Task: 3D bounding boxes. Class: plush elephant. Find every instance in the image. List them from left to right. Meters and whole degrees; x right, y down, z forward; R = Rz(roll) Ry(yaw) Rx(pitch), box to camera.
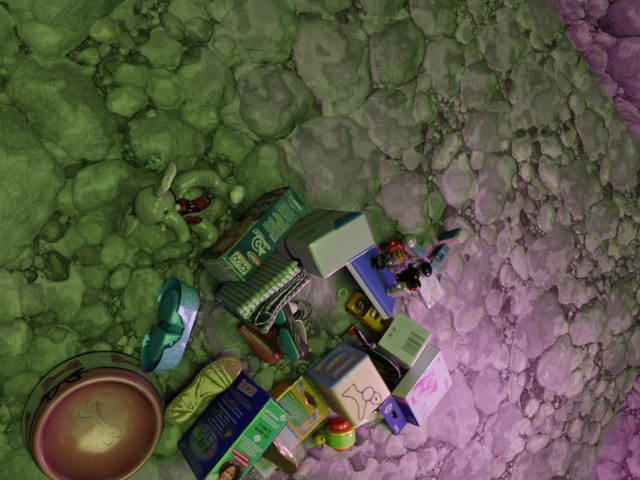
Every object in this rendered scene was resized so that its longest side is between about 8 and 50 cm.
[{"bbox_3d":[-0.430,-0.103,1.492,0.330,0.272,0.255,41,34,-10],"label":"plush elephant"}]

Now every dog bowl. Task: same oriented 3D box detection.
[{"bbox_3d":[-0.656,0.545,1.500,0.408,0.150,0.407,-2,95,-28],"label":"dog bowl"},{"bbox_3d":[-0.466,0.267,1.576,0.074,0.166,0.297,21,84,-39],"label":"dog bowl"}]

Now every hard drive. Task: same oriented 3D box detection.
[{"bbox_3d":[0.191,0.112,1.909,0.318,0.040,0.210,55,33,-20],"label":"hard drive"}]

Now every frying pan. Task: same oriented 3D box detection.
[{"bbox_3d":[0.181,0.415,1.910,0.326,0.197,0.053,49,60,-20],"label":"frying pan"}]

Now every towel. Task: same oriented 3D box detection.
[{"bbox_3d":[-0.179,0.154,1.572,0.235,0.284,0.121,-42,113,-19],"label":"towel"}]

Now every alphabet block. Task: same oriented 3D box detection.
[{"bbox_3d":[0.104,0.528,1.875,0.192,0.193,0.197,-36,110,-19],"label":"alphabet block"}]

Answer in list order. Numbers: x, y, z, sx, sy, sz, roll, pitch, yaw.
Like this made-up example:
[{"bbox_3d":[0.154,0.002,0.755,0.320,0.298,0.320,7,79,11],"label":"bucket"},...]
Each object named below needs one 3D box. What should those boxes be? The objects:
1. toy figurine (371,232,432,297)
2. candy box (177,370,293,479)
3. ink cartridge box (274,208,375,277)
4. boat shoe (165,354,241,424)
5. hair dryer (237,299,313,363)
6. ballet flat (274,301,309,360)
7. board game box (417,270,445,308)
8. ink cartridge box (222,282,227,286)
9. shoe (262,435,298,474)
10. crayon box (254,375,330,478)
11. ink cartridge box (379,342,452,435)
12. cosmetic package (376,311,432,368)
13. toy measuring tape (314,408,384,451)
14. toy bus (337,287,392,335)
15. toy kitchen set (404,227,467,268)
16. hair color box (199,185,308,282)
[{"bbox_3d":[0.314,0.097,1.923,0.213,0.148,0.209,63,31,-7],"label":"toy figurine"},{"bbox_3d":[-0.282,0.612,1.635,0.317,0.268,0.122,-50,117,-15],"label":"candy box"},{"bbox_3d":[0.000,0.000,1.712,0.223,0.307,0.129,-32,110,-22],"label":"ink cartridge box"},{"bbox_3d":[-0.388,0.486,1.669,0.285,0.092,0.103,-42,95,-23],"label":"boat shoe"},{"bbox_3d":[-0.161,0.326,1.802,0.294,0.080,0.223,6,75,-33],"label":"hair dryer"},{"bbox_3d":[-0.115,0.279,1.748,0.096,0.095,0.280,-32,106,-45],"label":"ballet flat"},{"bbox_3d":[0.452,0.194,2.124,0.103,0.026,0.154,-38,110,-21],"label":"board game box"},{"bbox_3d":[-0.281,0.126,1.712,0.104,0.062,0.181,-30,107,-23],"label":"ink cartridge box"},{"bbox_3d":[-0.159,0.718,1.741,0.077,0.058,0.219,-35,108,12],"label":"shoe"},{"bbox_3d":[-0.148,0.654,1.813,0.323,0.083,0.203,-40,111,-19],"label":"crayon box"},{"bbox_3d":[0.395,0.621,2.033,0.330,0.071,0.324,-48,140,-17],"label":"ink cartridge box"},{"bbox_3d":[0.318,0.391,1.954,0.151,0.183,0.151,33,76,12],"label":"cosmetic package"},{"bbox_3d":[0.131,0.731,1.950,0.330,0.121,0.121,-8,98,-27],"label":"toy measuring tape"},{"bbox_3d":[0.184,0.270,1.945,0.202,0.104,0.190,-8,98,-27],"label":"toy bus"},{"bbox_3d":[0.461,0.002,2.056,0.166,0.122,0.207,44,66,-12],"label":"toy kitchen set"},{"bbox_3d":[-0.211,-0.021,1.634,0.105,0.174,0.347,52,58,-21],"label":"hair color box"}]
